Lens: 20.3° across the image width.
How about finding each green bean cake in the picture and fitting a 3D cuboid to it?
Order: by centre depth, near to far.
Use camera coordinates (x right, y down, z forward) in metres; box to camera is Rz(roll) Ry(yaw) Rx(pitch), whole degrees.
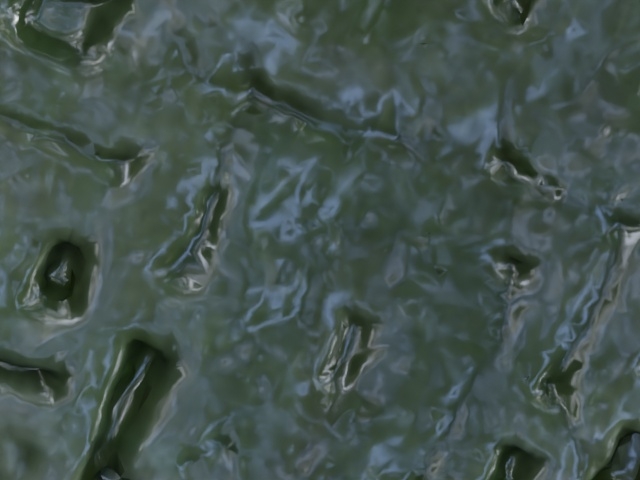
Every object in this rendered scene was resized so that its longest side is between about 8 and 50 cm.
[{"bbox_3d":[0.000,0.000,0.386,0.222,0.227,0.125,18,10,-5],"label":"green bean cake"}]
